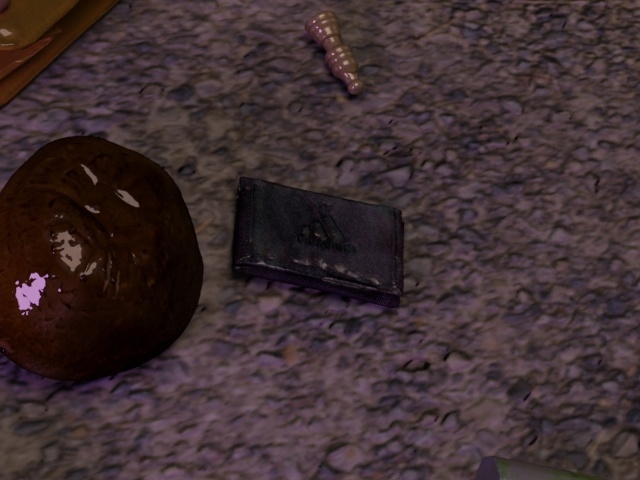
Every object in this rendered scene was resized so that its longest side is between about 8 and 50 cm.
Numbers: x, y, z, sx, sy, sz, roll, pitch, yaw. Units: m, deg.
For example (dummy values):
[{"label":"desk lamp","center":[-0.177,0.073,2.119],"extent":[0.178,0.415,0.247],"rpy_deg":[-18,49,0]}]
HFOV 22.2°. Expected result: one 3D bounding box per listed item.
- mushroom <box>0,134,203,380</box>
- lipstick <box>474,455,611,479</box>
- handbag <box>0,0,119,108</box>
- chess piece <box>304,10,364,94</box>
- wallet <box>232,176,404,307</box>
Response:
[{"label":"mushroom","center":[-0.190,0.009,1.390],"extent":[0.194,0.138,0.231],"rpy_deg":[22,53,-5]},{"label":"lipstick","center":[0.285,0.255,1.437],"extent":[0.304,0.076,0.076],"rpy_deg":[13,54,-12]},{"label":"handbag","center":[-0.387,-0.326,1.563],"extent":[0.401,0.133,0.283],"rpy_deg":[34,48,5]},{"label":"chess piece","center":[0.019,-0.188,1.668],"extent":[0.035,0.035,0.092],"rpy_deg":[-17,68,-29]},{"label":"wallet","center":[-0.001,0.001,1.533],"extent":[0.166,0.030,0.111],"rpy_deg":[13,49,-13]}]
